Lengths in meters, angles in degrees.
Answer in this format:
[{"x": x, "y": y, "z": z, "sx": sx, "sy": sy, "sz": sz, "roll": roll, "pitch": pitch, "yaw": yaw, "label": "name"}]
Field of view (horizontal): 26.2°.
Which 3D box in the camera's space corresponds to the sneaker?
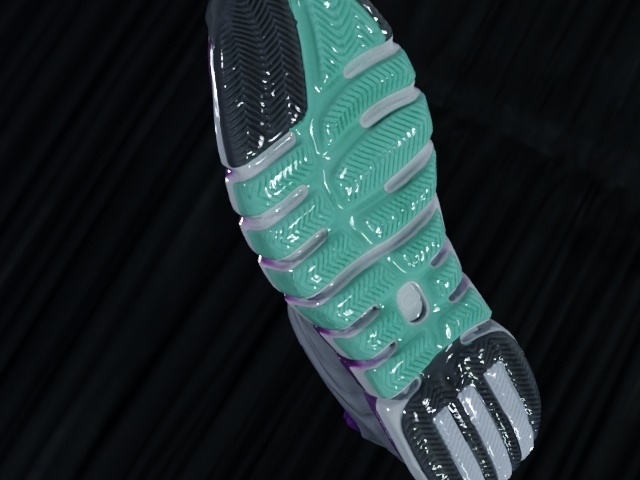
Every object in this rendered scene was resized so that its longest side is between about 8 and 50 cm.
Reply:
[{"x": 0.000, "y": 0.000, "z": 0.521, "sx": 0.098, "sy": 0.083, "sz": 0.224, "roll": 12, "pitch": 130, "yaw": 57, "label": "sneaker"}]
